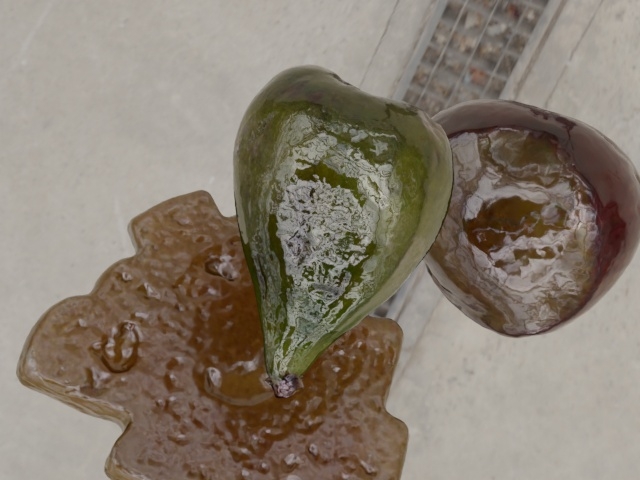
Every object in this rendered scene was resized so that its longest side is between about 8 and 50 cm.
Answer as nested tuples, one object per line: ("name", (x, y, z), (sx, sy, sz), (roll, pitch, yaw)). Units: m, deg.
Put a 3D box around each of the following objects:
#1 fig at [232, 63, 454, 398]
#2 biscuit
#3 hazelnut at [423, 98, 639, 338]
("fig", (0.002, -0.010, 0.702), (0.132, 0.127, 0.185), (18, 118, -6))
("biscuit", (-0.050, 0.104, 0.793), (0.302, 0.278, 0.043), (65, 160, 19))
("hazelnut", (0.183, -0.034, 1.080), (0.229, 0.229, 0.230), (9, 122, 14))
